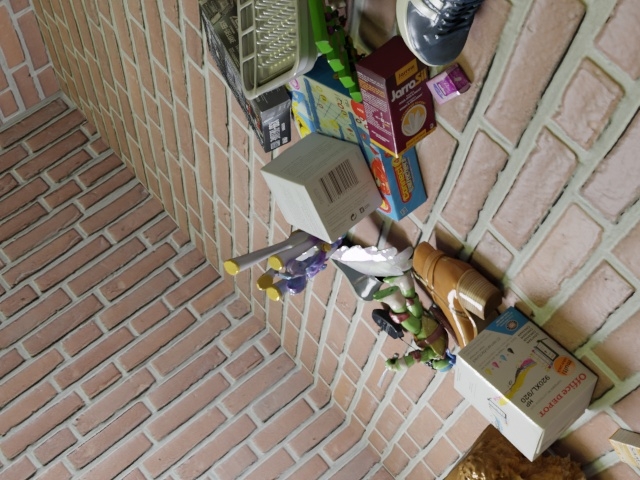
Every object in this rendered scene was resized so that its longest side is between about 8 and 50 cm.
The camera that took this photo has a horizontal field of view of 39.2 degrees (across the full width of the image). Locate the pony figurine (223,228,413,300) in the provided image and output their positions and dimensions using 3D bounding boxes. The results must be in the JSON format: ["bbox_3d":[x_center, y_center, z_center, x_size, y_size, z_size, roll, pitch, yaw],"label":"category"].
[{"bbox_3d":[0.000,0.000,2.155,0.351,0.363,0.303,-7,112,51],"label":"pony figurine"}]

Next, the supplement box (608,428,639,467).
[{"bbox_3d":[0.628,0.416,1.781,0.062,0.036,0.098,57,161,-13],"label":"supplement box"}]

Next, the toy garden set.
[{"bbox_3d":[0.037,-0.391,1.604,0.244,0.049,0.204,40,-141,-66],"label":"toy garden set"}]

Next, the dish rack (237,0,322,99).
[{"bbox_3d":[-0.078,-0.434,1.746,0.333,0.072,0.285,177,91,-68],"label":"dish rack"}]

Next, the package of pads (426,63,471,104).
[{"bbox_3d":[0.219,-0.268,1.543,0.050,0.032,0.083,53,162,-8],"label":"package of pads"}]

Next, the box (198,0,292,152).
[{"bbox_3d":[-0.168,-0.381,2.046,0.307,0.076,0.242,61,171,14],"label":"box"}]

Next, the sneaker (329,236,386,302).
[{"bbox_3d":[0.097,0.044,2.346,0.222,0.083,0.118,55,144,15],"label":"sneaker"}]

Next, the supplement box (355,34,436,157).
[{"bbox_3d":[0.139,-0.260,1.633,0.081,0.104,0.188,37,156,37],"label":"supplement box"}]

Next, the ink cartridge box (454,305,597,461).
[{"bbox_3d":[0.418,0.295,1.853,0.233,0.171,0.168,42,158,28],"label":"ink cartridge box"}]

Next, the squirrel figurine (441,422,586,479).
[{"bbox_3d":[0.493,0.642,2.159,0.370,0.281,0.397,42,162,13],"label":"squirrel figurine"}]

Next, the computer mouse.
[{"bbox_3d":[0.237,0.265,2.451,0.242,0.041,0.071,41,157,14],"label":"computer mouse"}]

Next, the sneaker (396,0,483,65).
[{"bbox_3d":[0.200,-0.362,1.264,0.148,0.131,0.350,47,161,31],"label":"sneaker"}]

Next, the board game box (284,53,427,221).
[{"bbox_3d":[0.066,-0.229,1.888,0.308,0.086,0.302,34,153,44],"label":"board game box"}]

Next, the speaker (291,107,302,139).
[{"bbox_3d":[-0.023,-0.255,2.103,0.055,0.055,0.136,27,148,52],"label":"speaker"}]

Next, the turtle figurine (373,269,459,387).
[{"bbox_3d":[0.198,0.220,2.208,0.275,0.198,0.266,6,127,60],"label":"turtle figurine"}]

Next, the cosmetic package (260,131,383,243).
[{"bbox_3d":[0.002,-0.114,1.873,0.184,0.151,0.151,26,148,55],"label":"cosmetic package"}]

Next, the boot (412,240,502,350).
[{"bbox_3d":[0.290,0.147,1.984,0.220,0.109,0.283,37,154,36],"label":"boot"}]
